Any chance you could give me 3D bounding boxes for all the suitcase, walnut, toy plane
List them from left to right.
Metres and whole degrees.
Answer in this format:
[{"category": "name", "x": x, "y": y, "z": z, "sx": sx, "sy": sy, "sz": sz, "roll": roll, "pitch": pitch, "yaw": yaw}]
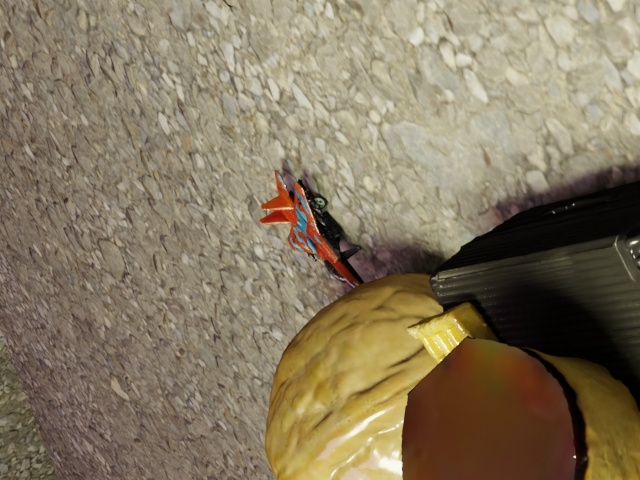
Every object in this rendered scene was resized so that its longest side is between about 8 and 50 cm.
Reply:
[{"category": "toy plane", "x": 0.002, "y": -0.002, "z": 1.603, "sx": 0.189, "sy": 0.061, "sz": 0.130, "roll": 40, "pitch": 149, "yaw": 19}, {"category": "walnut", "x": 0.082, "y": 0.192, "z": 1.457, "sx": 0.252, "sy": 0.277, "sz": 0.313, "roll": 27, "pitch": 127, "yaw": -30}, {"category": "suitcase", "x": 0.265, "y": 0.073, "z": 1.159, "sx": 0.230, "sy": 0.152, "sz": 0.335, "roll": 60, "pitch": 153, "yaw": -7}]

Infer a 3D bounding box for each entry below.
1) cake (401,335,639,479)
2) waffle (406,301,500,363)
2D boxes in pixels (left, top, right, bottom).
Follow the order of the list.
[{"category": "cake", "x": 0.191, "y": 0.182, "z": 1.092, "sx": 0.185, "sy": 0.178, "sz": 0.208, "roll": -16, "pitch": 75, "yaw": 44}, {"category": "waffle", "x": 0.160, "y": 0.150, "z": 1.236, "sx": 0.191, "sy": 0.032, "sz": 0.125, "roll": 58, "pitch": 156, "yaw": 0}]
